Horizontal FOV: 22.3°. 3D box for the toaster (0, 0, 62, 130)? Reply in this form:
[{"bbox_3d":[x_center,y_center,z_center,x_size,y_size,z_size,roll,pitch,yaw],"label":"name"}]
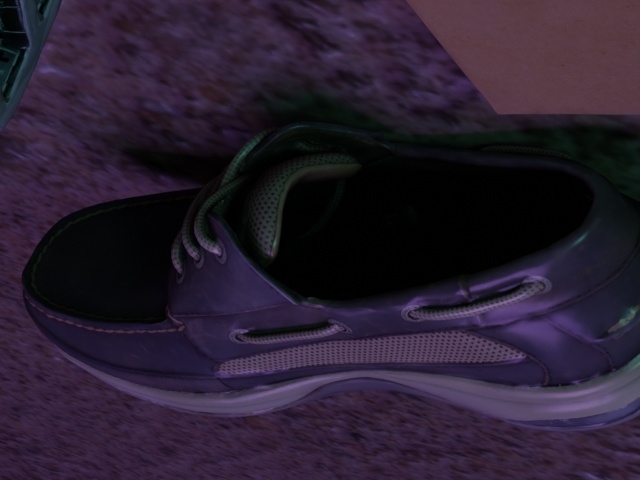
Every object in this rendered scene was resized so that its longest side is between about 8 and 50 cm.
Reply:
[{"bbox_3d":[-0.181,-0.123,0.615,0.146,0.129,0.227,18,157,3],"label":"toaster"}]

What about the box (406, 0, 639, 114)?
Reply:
[{"bbox_3d":[0.112,-0.094,0.553,0.201,0.021,0.164,3,152,38],"label":"box"}]

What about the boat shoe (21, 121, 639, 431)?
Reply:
[{"bbox_3d":[0.000,0.000,0.770,0.355,0.132,0.130,-1,140,28],"label":"boat shoe"}]
